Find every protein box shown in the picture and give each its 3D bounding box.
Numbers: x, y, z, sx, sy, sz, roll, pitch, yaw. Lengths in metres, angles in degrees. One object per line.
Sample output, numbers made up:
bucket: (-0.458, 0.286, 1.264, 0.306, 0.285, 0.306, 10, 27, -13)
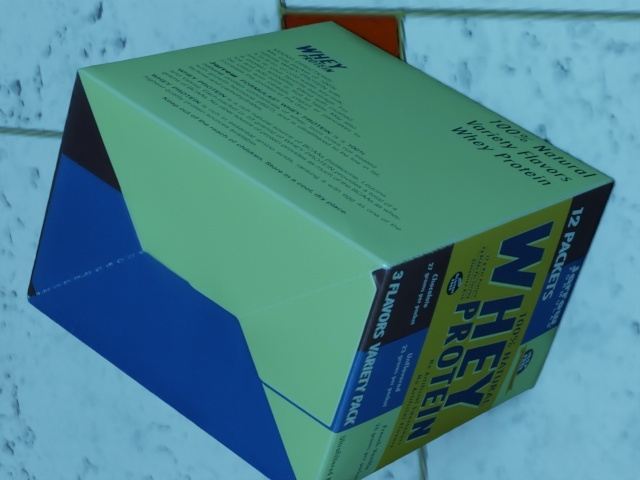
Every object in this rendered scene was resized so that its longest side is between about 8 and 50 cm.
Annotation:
protein box: (0.000, 0.000, 0.892, 0.200, 0.201, 0.136, 33, 121, 28)
